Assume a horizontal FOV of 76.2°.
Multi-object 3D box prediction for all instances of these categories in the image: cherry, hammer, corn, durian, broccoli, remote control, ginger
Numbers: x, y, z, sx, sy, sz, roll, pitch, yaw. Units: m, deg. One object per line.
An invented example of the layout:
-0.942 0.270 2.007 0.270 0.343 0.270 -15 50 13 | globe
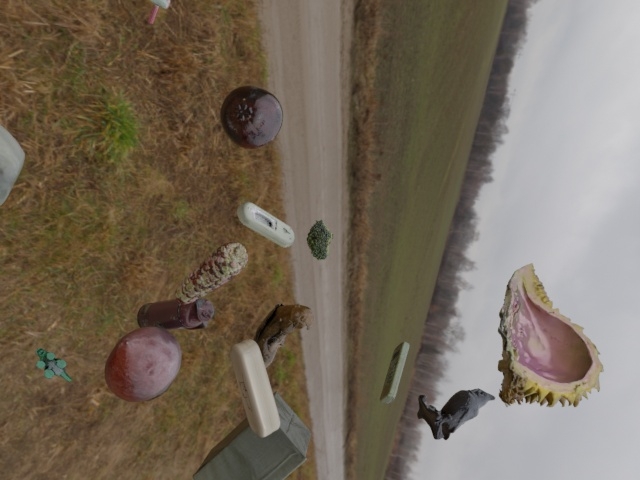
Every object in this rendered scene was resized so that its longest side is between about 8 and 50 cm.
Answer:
-0.540 0.378 1.260 0.239 0.206 0.239 -40 -176 3 | cherry
-0.416 -0.586 1.032 0.083 0.052 0.031 -48 -145 34 | hammer
-0.312 0.094 1.146 0.092 0.280 0.092 38 34 -32 | corn
0.388 0.210 0.772 0.305 0.185 0.196 -63 167 -52 | durian
0.000 0.000 1.175 0.095 0.097 0.092 -46 171 -1 | broccoli
0.279 0.496 1.538 0.233 0.038 0.098 -61 178 -37 | remote control
-0.142 0.301 1.357 0.309 0.133 0.107 -47 168 35 | ginger
-0.162 -0.049 1.263 0.221 0.042 0.078 32 43 -37 | remote control

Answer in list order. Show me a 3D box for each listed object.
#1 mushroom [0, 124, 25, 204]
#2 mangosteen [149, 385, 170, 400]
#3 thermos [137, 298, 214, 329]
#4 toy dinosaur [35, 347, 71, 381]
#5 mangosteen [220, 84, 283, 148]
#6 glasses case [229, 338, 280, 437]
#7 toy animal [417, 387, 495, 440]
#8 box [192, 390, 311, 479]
-0.431 -0.115 0.401 0.118 0.103 0.270 -63 157 -4 | mushroom
-0.620 0.456 1.450 0.216 0.216 0.216 14 90 -73 | mangosteen
-0.495 0.270 1.438 0.109 0.330 0.136 -30 105 -56 | thermos
-0.773 0.362 1.185 0.059 0.132 0.096 -45 -167 -28 | toy dinosaur
-0.249 -0.465 1.559 0.261 0.235 0.236 -24 126 -76 | mangosteen
-0.138 0.307 0.855 0.050 0.083 0.196 -14 85 -35 | glasses case
0.385 0.481 1.122 0.121 0.210 0.117 179 -98 -79 | toy animal
-0.156 0.521 0.998 0.231 0.155 0.149 -43 175 0 | box
